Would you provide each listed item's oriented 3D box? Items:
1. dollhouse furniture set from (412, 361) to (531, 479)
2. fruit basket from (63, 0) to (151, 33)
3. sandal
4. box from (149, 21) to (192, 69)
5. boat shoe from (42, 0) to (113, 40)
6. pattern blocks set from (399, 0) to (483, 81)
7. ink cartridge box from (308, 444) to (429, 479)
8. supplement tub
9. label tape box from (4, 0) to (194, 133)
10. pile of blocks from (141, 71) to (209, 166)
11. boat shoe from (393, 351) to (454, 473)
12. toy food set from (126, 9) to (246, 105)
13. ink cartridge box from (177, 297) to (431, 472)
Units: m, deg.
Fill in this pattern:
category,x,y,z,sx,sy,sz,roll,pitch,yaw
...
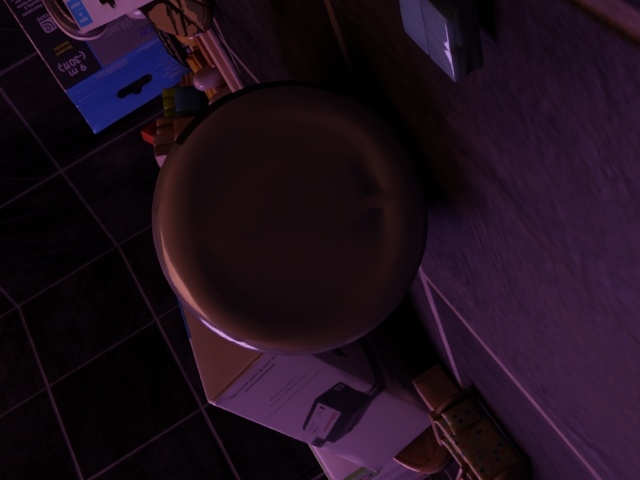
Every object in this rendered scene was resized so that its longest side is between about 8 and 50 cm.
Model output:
category,x,y,z,sx,sy,sz,roll,pitch,yaw
dollhouse furniture set,0.119,0.238,1.026,0.182,0.161,0.101,53,172,34
fruit basket,-0.339,-0.416,1.063,0.327,0.165,0.353,6,125,58
sandal,-0.216,-0.328,1.173,0.219,0.060,0.090,23,125,32
box,-0.275,-0.395,1.538,0.190,0.045,0.184,62,170,-28
boat shoe,-0.367,-0.458,1.311,0.095,0.112,0.335,129,132,-69
pattern blocks set,0.001,-0.218,0.344,0.285,0.026,0.325,56,173,23
ink cartridge box,0.099,0.339,1.495,0.114,0.198,0.273,55,173,28
supplement tub,-0.040,-0.018,0.807,0.207,0.207,0.338,58,174,-4
label tape box,-0.400,-0.388,1.661,0.333,0.241,0.106,60,172,-24
pile of blocks,-0.258,-0.222,1.609,0.362,0.113,0.148,-104,7,-76
boat shoe,0.109,0.214,1.314,0.123,0.123,0.342,29,-172,-39
toy food set,-0.211,-0.286,1.348,0.306,0.092,0.220,61,173,-19
ink cartridge box,-0.017,0.136,1.154,0.307,0.129,0.223,33,-160,-40
